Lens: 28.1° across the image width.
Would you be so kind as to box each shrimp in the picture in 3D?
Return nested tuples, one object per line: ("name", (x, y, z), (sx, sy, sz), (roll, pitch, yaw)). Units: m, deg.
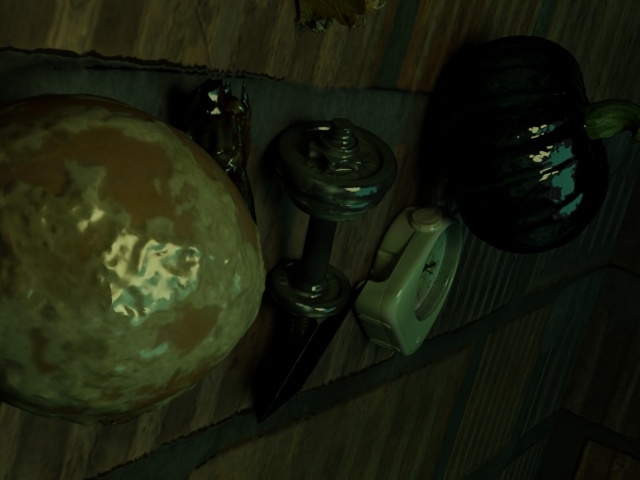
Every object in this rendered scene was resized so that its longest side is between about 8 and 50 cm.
("shrimp", (-0.115, 0.019, 0.974), (0.222, 0.054, 0.290), (-43, 150, -46))

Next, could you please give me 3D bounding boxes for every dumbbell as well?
("dumbbell", (0.000, 0.000, 1.164), (0.110, 0.110, 0.255), (-42, 151, -48))

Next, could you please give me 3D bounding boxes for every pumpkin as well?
("pumpkin", (0.258, -0.114, 1.429), (0.248, 0.248, 0.248), (-48, 149, -41))

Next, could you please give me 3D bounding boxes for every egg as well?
("egg", (-0.135, 0.012, 0.755), (0.233, 0.195, 0.195), (7, 103, -54))

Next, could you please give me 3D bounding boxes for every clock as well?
("clock", (0.111, 0.028, 1.477), (0.191, 0.062, 0.151), (-61, 155, -19))

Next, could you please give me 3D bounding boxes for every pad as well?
("pad", (-0.008, 0.110, 1.247), (0.127, 0.004, 0.190), (-58, -178, -23))

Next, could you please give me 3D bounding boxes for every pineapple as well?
("pineapple", (0.004, -0.210, 1.053), (0.077, 0.114, 0.114), (-10, 145, -23))
